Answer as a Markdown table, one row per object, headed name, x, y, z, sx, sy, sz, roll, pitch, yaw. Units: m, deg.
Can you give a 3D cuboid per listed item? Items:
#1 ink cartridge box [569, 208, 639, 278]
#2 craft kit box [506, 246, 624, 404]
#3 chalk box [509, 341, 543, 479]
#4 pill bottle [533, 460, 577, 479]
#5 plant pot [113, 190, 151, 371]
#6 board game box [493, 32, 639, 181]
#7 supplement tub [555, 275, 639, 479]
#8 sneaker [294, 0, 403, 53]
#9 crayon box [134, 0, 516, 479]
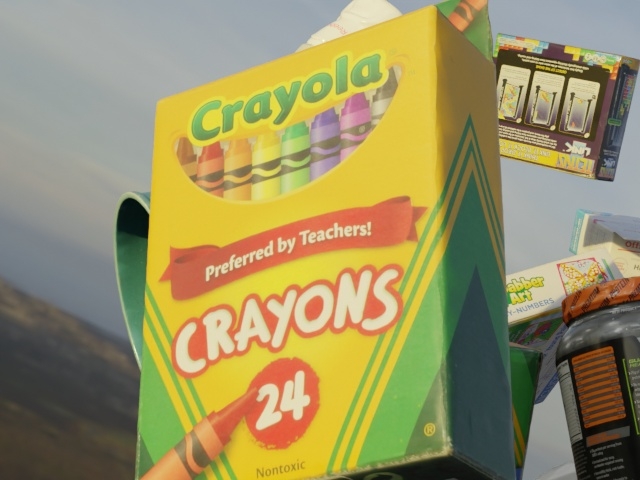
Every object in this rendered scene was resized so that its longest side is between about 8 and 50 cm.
| name | x | y | z | sx | sy | sz | roll | pitch | yaw |
| --- | --- | --- | --- | --- | --- | --- | --- | --- | --- |
| ink cartridge box | 0.396 | 0.012 | 2.141 | 0.104 | 0.062 | 0.181 | 8 | 11 | -11 |
| craft kit box | 0.153 | 0.119 | 1.685 | 0.061 | 0.246 | 0.250 | 60 | -29 | 23 |
| chalk box | 0.036 | 0.204 | 1.303 | 0.179 | 0.289 | 0.180 | 9 | 2 | -19 |
| pill bottle | 0.323 | 0.346 | 1.633 | 0.224 | 0.224 | 0.392 | 23 | -4 | 30 |
| plant pot | -0.078 | 0.050 | 1.960 | 0.255 | 0.272 | 0.271 | -14 | 11 | -21 |
| board game box | 0.267 | -0.152 | 1.912 | 0.170 | 0.141 | 0.048 | 18 | 10 | 39 |
| supplement tub | 0.239 | 0.128 | 1.238 | 0.117 | 0.190 | 0.117 | -7 | -16 | -2 |
| sneaker | 0.025 | -0.066 | 1.291 | 0.090 | 0.115 | 0.232 | 25 | -42 | 53 |
| crayon box | 0.000 | 0.000 | 0.967 | 0.202 | 0.319 | 0.081 | -17 | -32 | 29 |
